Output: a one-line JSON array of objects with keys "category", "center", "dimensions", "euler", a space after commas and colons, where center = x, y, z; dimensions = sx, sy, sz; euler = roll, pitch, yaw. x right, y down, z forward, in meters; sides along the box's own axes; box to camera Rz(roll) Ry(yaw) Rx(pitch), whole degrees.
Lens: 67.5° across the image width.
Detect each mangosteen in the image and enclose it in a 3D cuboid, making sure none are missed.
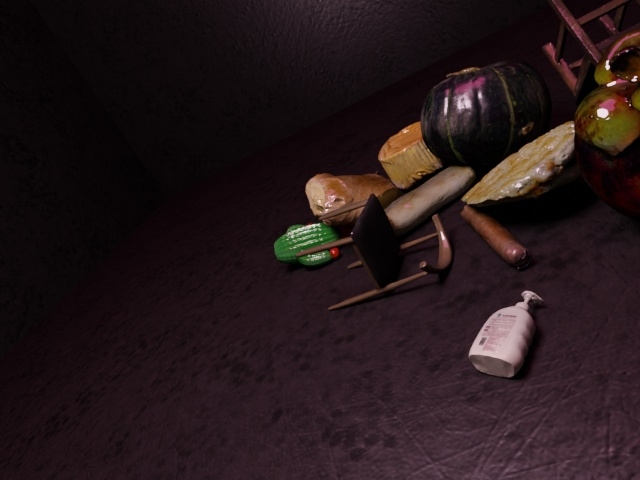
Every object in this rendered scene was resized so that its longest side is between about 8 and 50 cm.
[{"category": "mangosteen", "center": [0.522, -0.169, 0.700], "dimensions": [0.310, 0.311, 0.311], "euler": [-26, 22, 11]}]

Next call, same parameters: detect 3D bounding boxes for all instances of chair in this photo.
[{"category": "chair", "center": [0.749, -0.441, 1.195], "dimensions": [0.202, 0.417, 0.240], "euler": [-25, -22, 12]}, {"category": "chair", "center": [0.116, 0.010, 1.003], "dimensions": [0.271, 0.167, 0.188], "euler": [-17, 25, 31]}]

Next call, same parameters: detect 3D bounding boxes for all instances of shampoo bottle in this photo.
[{"category": "shampoo bottle", "center": [0.279, 0.128, 0.703], "dimensions": [0.077, 0.045, 0.152], "euler": [-6, 34, 49]}]

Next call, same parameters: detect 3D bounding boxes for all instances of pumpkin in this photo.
[{"category": "pumpkin", "center": [0.408, -0.314, 1.204], "dimensions": [0.322, 0.242, 0.323], "euler": [-13, 18, 4]}]

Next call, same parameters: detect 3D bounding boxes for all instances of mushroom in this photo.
[{"category": "mushroom", "center": [0.247, -0.091, 1.182], "dimensions": [0.312, 0.081, 0.100], "euler": [-32, 26, -16]}]

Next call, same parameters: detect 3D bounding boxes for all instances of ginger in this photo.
[{"category": "ginger", "center": [0.080, -0.116, 1.263], "dimensions": [0.221, 0.130, 0.275], "euler": [21, 23, 23]}]

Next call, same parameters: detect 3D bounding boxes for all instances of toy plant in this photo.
[{"category": "toy plant", "center": [-0.009, 0.009, 1.281], "dimensions": [0.240, 0.088, 0.155], "euler": [2, 43, 25]}]

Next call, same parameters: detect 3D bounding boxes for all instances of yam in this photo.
[{"category": "yam", "center": [0.338, -0.015, 0.940], "dimensions": [0.046, 0.046, 0.264], "euler": [-27, 21, 8]}]

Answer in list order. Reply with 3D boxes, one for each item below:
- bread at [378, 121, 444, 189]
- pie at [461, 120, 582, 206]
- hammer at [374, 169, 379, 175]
[{"category": "bread", "center": [0.276, -0.251, 1.412], "dimensions": [0.178, 0.133, 0.250], "euler": [-22, 22, 22]}, {"category": "pie", "center": [0.414, -0.134, 0.962], "dimensions": [0.257, 0.106, 0.274], "euler": [-30, 1, -17]}, {"category": "hammer", "center": [0.148, -0.161, 1.531], "dimensions": [0.058, 0.029, 0.292], "euler": [-15, 25, 29]}]
